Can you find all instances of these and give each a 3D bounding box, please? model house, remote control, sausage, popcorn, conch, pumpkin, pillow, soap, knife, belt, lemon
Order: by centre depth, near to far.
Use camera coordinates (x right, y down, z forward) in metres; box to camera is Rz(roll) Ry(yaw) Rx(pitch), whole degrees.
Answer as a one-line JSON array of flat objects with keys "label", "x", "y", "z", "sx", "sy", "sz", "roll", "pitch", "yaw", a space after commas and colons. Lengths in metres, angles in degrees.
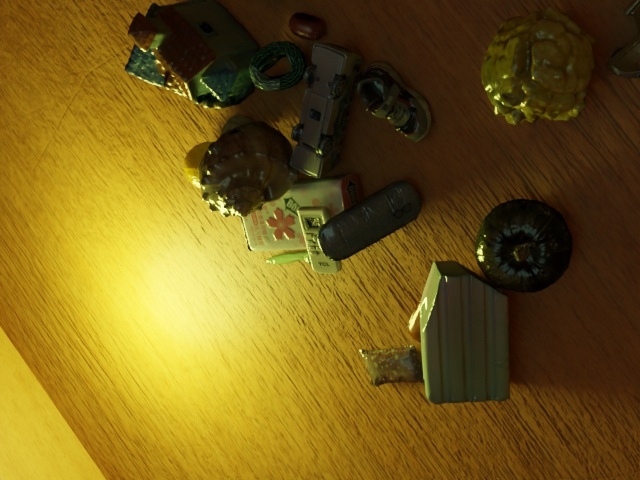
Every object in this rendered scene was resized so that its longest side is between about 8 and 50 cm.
[{"label": "popcorn", "x": 0.452, "y": -0.348, "z": 1.583, "sx": 0.226, "sy": 0.249, "sz": 0.249, "roll": 11, "pitch": 121, "yaw": -10}, {"label": "pumpkin", "x": 0.459, "y": 0.015, "z": 1.759, "sx": 0.224, "sy": 0.157, "sz": 0.223, "roll": 7, "pitch": 108, "yaw": 21}, {"label": "soap", "x": 0.350, "y": 0.225, "z": 1.897, "sx": 0.208, "sy": 0.115, "sz": 0.346, "roll": -5, "pitch": 109, "yaw": 3}, {"label": "sausage", "x": -0.037, "y": -0.533, "z": 1.936, "sx": 0.094, "sy": 0.059, "sz": 0.054, "roll": 22, "pitch": 132, "yaw": 20}, {"label": "belt", "x": -0.111, "y": -0.442, "z": 1.979, "sx": 0.152, "sy": 0.079, "sz": 0.121, "roll": -20, "pitch": 102, "yaw": 15}, {"label": "sausage", "x": 0.282, "y": 0.182, "z": 1.998, "sx": 0.076, "sy": 0.076, "sz": 0.197, "roll": 34, "pitch": 125, "yaw": 19}, {"label": "remote control", "x": 0.000, "y": 0.000, "z": 2.009, "sx": 0.088, "sy": 0.029, "sz": 0.189, "roll": 2, "pitch": 117, "yaw": 33}, {"label": "model house", "x": -0.367, "y": -0.470, "z": 2.017, "sx": 0.295, "sy": 0.329, "sz": 0.251, "roll": 48, "pitch": 124, "yaw": 11}, {"label": "conch", "x": -0.195, "y": -0.210, "z": 2.031, "sx": 0.263, "sy": 0.186, "sz": 0.323, "roll": -9, "pitch": 72, "yaw": 2}, {"label": "pillow", "x": 0.197, "y": 0.349, "z": 2.140, "sx": 0.185, "sy": 0.043, "sz": 0.118, "roll": -13, "pitch": 98, "yaw": 37}, {"label": "knife", "x": -0.037, "y": 0.047, "z": 2.193, "sx": 0.293, "sy": 0.020, "sz": 0.043, "roll": -10, "pitch": 100, "yaw": 35}, {"label": "lemon", "x": -0.305, "y": -0.209, "z": 2.195, "sx": 0.187, "sy": 0.142, "sz": 0.142, "roll": 6, "pitch": 112, "yaw": 26}]

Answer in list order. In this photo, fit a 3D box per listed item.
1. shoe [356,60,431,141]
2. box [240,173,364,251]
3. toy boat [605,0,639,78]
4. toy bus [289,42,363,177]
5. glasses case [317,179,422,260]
[{"label": "shoe", "x": 0.166, "y": -0.328, "z": 1.841, "sx": 0.227, "sy": 0.126, "sz": 0.099, "roll": 51, "pitch": 125, "yaw": 9}, {"label": "box", "x": -0.057, "y": -0.070, "z": 2.102, "sx": 0.370, "sy": 0.112, "sz": 0.190, "roll": -5, "pitch": 104, "yaw": 35}, {"label": "toy boat", "x": 0.667, "y": -0.451, "z": 1.478, "sx": 0.121, "sy": 0.089, "sz": 0.321, "roll": 51, "pitch": 128, "yaw": 21}, {"label": "toy bus", "x": 0.018, "y": -0.328, "z": 1.932, "sx": 0.109, "sy": 0.136, "sz": 0.329, "roll": 28, "pitch": 122, "yaw": 24}, {"label": "glasses case", "x": 0.122, "y": -0.049, "z": 1.933, "sx": 0.283, "sy": 0.067, "sz": 0.109, "roll": -30, "pitch": 106, "yaw": -1}]
